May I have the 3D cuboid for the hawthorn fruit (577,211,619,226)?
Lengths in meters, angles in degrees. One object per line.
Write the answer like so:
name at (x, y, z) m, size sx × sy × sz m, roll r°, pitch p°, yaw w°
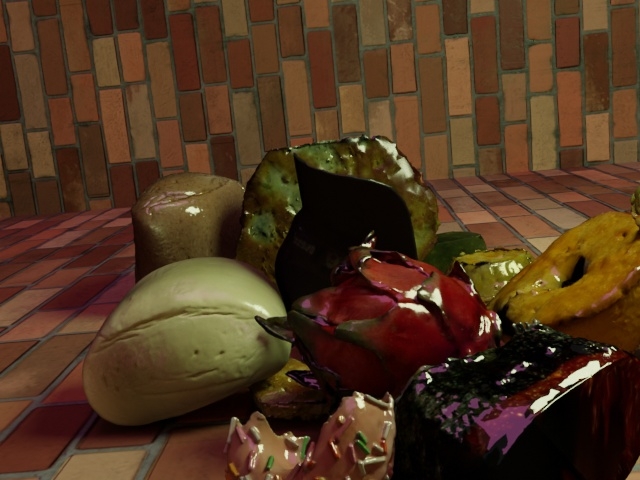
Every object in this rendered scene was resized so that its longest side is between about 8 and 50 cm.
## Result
hawthorn fruit at (0.393, 0.050, 1.118) m, size 0.203 × 0.163 × 0.162 m, roll -19°, pitch 13°, yaw -7°

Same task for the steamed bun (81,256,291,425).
steamed bun at (-0.165, 0.112, 0.935) m, size 0.250 × 0.155 × 0.200 m, roll -23°, pitch 10°, yaw 3°

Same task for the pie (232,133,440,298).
pie at (0.021, -0.026, 1.294) m, size 0.354 × 0.288 × 0.103 m, roll -10°, pitch 4°, yaw 2°

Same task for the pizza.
pizza at (-0.033, 0.180, 0.902) m, size 0.099 × 0.036 × 0.160 m, roll -14°, pitch 14°, yaw -22°

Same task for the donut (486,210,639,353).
donut at (0.320, 0.059, 0.946) m, size 0.253 × 0.118 × 0.253 m, roll -37°, pitch 14°, yaw 11°

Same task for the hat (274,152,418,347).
hat at (0.011, 0.058, 0.998) m, size 0.238 × 0.336 × 0.209 m, roll 26°, pitch 68°, yaw 39°

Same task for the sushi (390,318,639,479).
sushi at (0.168, 0.162, 0.653) m, size 0.225 × 0.136 × 0.126 m, roll -20°, pitch 15°, yaw -31°

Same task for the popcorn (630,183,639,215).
popcorn at (0.660, -0.046, 1.327) m, size 0.249 × 0.249 × 0.225 m, roll -10°, pitch -17°, yaw -24°

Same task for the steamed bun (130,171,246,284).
steamed bun at (-0.209, 0.003, 1.427) m, size 0.199 × 0.252 × 0.301 m, roll 9°, pitch 18°, yaw 14°

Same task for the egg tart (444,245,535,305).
egg tart at (0.282, 0.062, 1.242) m, size 0.212 × 0.090 × 0.212 m, roll -6°, pitch 7°, yaw 1°

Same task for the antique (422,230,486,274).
antique at (0.207, 0.035, 1.428) m, size 0.220 × 0.080 × 0.081 m, roll -9°, pitch 12°, yaw -25°

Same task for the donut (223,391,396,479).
donut at (-0.013, 0.193, 0.635) m, size 0.166 × 0.117 × 0.065 m, roll -28°, pitch -44°, yaw 26°

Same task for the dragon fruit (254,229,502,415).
dragon fruit at (0.068, 0.104, 0.798) m, size 0.274 × 0.192 × 0.193 m, roll 12°, pitch 17°, yaw -7°
